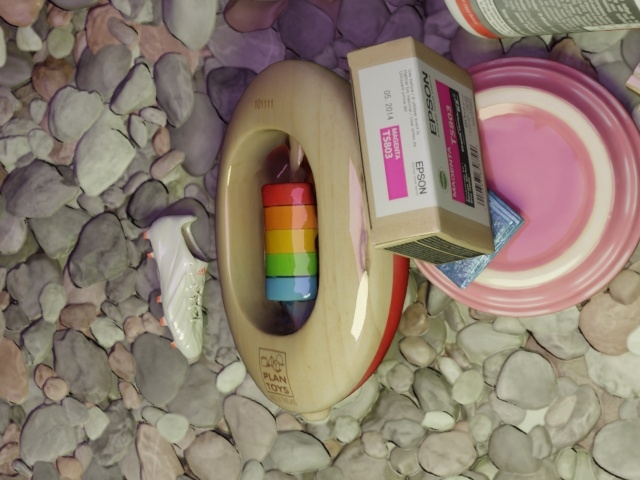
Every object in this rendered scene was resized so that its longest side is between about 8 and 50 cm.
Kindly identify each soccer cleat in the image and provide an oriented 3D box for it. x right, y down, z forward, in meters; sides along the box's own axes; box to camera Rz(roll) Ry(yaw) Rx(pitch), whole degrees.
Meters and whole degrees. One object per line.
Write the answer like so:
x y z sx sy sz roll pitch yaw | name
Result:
-0.182 0.060 1.955 0.076 0.068 0.196 -14 86 13 | soccer cleat

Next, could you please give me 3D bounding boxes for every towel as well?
0.189 -0.001 1.780 0.067 0.029 0.119 42 103 11 | towel

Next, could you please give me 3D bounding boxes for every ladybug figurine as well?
0.000 0.000 1.822 0.305 0.162 0.449 5 97 50 | ladybug figurine

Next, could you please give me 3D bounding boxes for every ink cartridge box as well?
0.121 -0.100 1.699 0.088 0.193 0.235 -11 79 24 | ink cartridge box

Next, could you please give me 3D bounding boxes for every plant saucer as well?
0.244 -0.066 1.820 0.332 0.084 0.332 1 93 16 | plant saucer

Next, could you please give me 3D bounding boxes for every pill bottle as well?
0.330 -0.344 1.661 0.363 0.210 0.210 2 94 37 | pill bottle

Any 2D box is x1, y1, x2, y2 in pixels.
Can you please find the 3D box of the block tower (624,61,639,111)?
0.487 -0.289 1.736 0.091 0.097 0.335 33 100 11 | block tower
